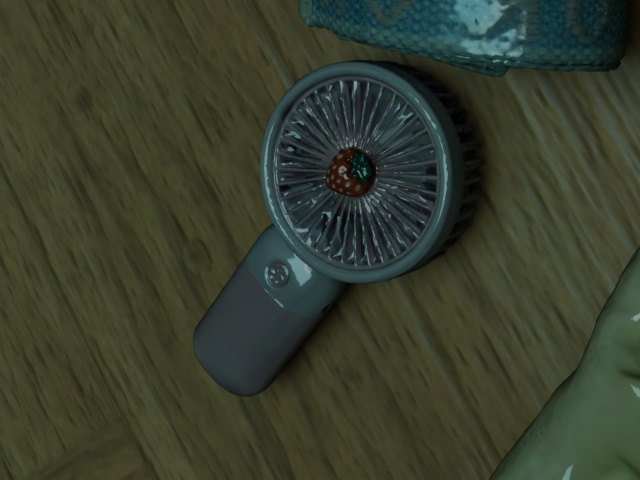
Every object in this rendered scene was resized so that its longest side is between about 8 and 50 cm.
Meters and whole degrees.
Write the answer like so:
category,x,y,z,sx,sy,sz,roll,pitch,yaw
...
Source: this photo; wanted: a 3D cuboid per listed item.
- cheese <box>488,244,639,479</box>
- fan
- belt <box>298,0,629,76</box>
category,x,y,z,sx,sy,sz,roll,pitch,yaw
cheese,0.217,0.127,0.777,0.248,0.173,0.251,31,107,26
fan,0.000,0.000,0.947,0.130,0.074,0.244,45,118,18
belt,0.084,-0.130,0.837,0.163,0.147,0.082,30,118,56
